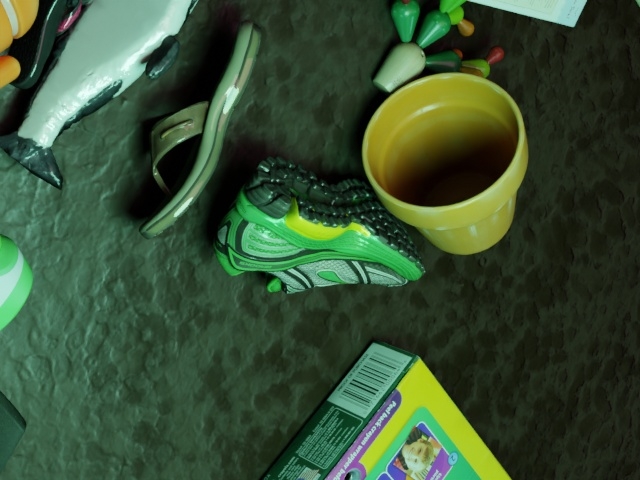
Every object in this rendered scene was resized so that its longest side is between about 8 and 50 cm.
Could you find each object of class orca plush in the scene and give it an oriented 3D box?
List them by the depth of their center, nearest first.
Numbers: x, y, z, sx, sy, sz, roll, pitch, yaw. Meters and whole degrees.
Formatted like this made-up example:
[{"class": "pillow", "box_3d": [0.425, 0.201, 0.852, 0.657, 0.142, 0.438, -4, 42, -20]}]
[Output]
[{"class": "orca plush", "box_3d": [-0.218, -0.181, 1.382, 0.287, 0.151, 0.102, -65, 160, -11]}]

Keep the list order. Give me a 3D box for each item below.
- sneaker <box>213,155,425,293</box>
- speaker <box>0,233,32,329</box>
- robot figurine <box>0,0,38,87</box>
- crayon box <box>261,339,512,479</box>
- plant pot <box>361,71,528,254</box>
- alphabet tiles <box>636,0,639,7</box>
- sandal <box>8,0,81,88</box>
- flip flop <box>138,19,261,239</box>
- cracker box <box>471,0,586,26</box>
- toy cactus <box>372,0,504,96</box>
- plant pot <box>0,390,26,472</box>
[{"class": "sneaker", "box_3d": [0.000, 0.000, 1.599, 0.344, 0.134, 0.146, 18, 125, -46]}, {"class": "speaker", "box_3d": [-0.418, -0.025, 1.240, 0.131, 0.131, 0.296, -52, 126, -17]}, {"class": "robot figurine", "box_3d": [-0.366, -0.220, 1.239, 0.158, 0.128, 0.219, 45, 67, 7]}, {"class": "crayon box", "box_3d": [0.069, 0.375, 1.729, 0.363, 0.106, 0.313, -49, 126, -18]}, {"class": "plant pot", "box_3d": [0.175, -0.081, 1.653, 0.205, 0.205, 0.188, -54, 150, -15]}, {"class": "alphabet tiles", "box_3d": [0.517, -0.528, 1.938, 0.285, 0.011, 0.342, -54, 126, -16]}, {"class": "sandal", "box_3d": [-0.282, -0.242, 1.344, 0.040, 0.067, 0.179, 16, 97, -47]}, {"class": "flip flop", "box_3d": [-0.148, -0.131, 1.454, 0.080, 0.112, 0.277, 24, 87, -13]}, {"class": "cracker box", "box_3d": [0.251, -0.359, 1.552, 0.232, 0.067, 0.155, 5, 119, -40]}, {"class": "toy cactus", "box_3d": [0.145, -0.259, 1.659, 0.180, 0.112, 0.219, -50, 135, -6]}, {"class": "plant pot", "box_3d": [-0.412, 0.190, 1.269, 0.167, 0.187, 0.188, 42, 73, -48]}]
